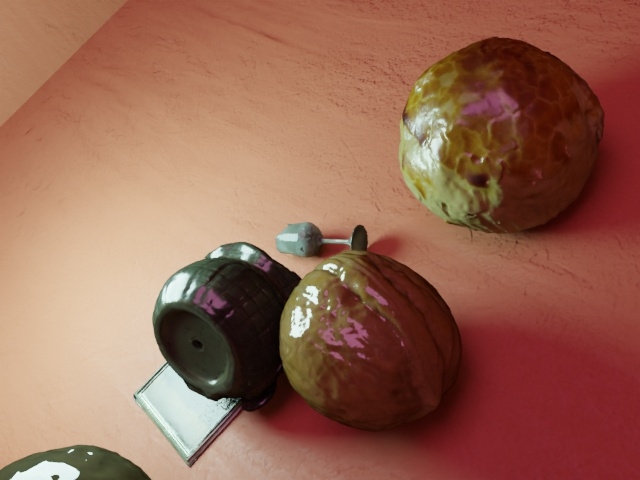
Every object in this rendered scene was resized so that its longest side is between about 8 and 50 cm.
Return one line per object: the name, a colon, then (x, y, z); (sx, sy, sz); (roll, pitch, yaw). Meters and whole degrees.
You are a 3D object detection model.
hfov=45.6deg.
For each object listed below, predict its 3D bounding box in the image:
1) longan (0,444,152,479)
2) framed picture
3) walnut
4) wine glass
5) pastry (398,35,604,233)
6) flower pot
longan: (-0.424, 0.553, 1.249); (0.404, 0.404, 0.435); (-28, 43, 9)
framed picture: (-0.271, 0.321, 1.594); (0.197, 0.014, 0.252); (-47, 47, -10)
walnut: (0.086, 0.176, 1.320); (0.333, 0.333, 0.332); (-16, 49, 19)
wine glass: (0.000, 0.000, 1.644); (0.196, 0.079, 0.079); (3, 57, 30)
pastry: (0.334, -0.210, 1.454); (0.389, 0.312, 0.388); (-18, 50, 23)
flower pot: (-0.171, 0.169, 1.479); (0.302, 0.301, 0.213); (6, 31, 34)
